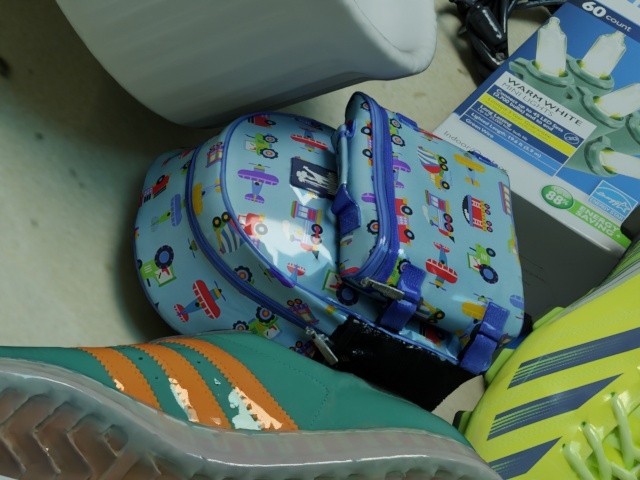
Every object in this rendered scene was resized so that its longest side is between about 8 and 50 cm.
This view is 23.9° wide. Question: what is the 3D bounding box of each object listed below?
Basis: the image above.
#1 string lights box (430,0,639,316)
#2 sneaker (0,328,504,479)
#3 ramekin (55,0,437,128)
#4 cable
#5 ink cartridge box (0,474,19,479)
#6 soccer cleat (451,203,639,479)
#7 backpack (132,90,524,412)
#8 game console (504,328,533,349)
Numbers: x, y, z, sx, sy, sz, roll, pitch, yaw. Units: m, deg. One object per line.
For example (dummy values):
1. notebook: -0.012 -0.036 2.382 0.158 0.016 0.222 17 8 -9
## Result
1. string lights box: 0.167 -0.063 0.954 0.133 0.076 0.259 33 44 12
2. sneaker: -0.073 0.092 0.624 0.302 0.108 0.121 12 13 -22
3. ramekin: -0.055 -0.192 0.793 0.277 0.135 0.277 55 23 -36
4. cable: 0.177 -0.138 1.118 0.184 0.047 0.150 -15 68 -51
5. ink cartridge box: -0.158 0.130 0.462 0.191 0.082 0.139 22 74 -28
6. soccer cleat: 0.168 0.071 0.764 0.289 0.121 0.093 -48 132 -19
7. backpack: 0.000 0.000 0.758 0.173 0.117 0.158 27 39 -19
8. game console: 0.256 0.151 0.941 0.250 0.173 0.293 27 27 28
